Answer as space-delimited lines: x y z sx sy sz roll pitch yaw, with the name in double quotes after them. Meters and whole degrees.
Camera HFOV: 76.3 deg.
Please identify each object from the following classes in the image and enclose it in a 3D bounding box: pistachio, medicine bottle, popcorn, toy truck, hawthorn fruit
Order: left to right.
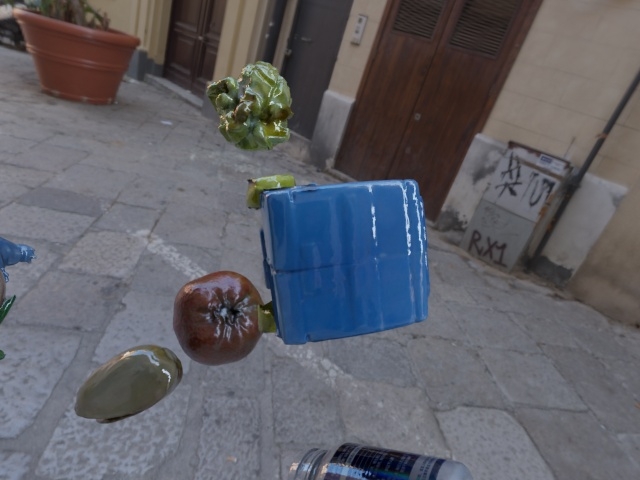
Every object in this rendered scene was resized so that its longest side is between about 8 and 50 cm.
-0.357 0.275 0.771 0.129 0.206 0.131 56 5 -34 "pistachio"
-0.243 0.179 0.942 0.210 0.210 0.262 4 -13 -30 "hawthorn fruit"
-0.103 -0.208 0.662 0.162 0.141 0.135 25 -17 23 "popcorn"
0.000 0.000 0.510 0.162 0.161 0.385 -6 6 -5 "toy truck"
0.061 0.281 0.439 0.191 0.107 0.107 -8 8 32 "medicine bottle"

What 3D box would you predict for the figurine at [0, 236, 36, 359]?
-0.315 0.039 0.359 0.144 0.114 0.178 48 -4 -9 "figurine"
